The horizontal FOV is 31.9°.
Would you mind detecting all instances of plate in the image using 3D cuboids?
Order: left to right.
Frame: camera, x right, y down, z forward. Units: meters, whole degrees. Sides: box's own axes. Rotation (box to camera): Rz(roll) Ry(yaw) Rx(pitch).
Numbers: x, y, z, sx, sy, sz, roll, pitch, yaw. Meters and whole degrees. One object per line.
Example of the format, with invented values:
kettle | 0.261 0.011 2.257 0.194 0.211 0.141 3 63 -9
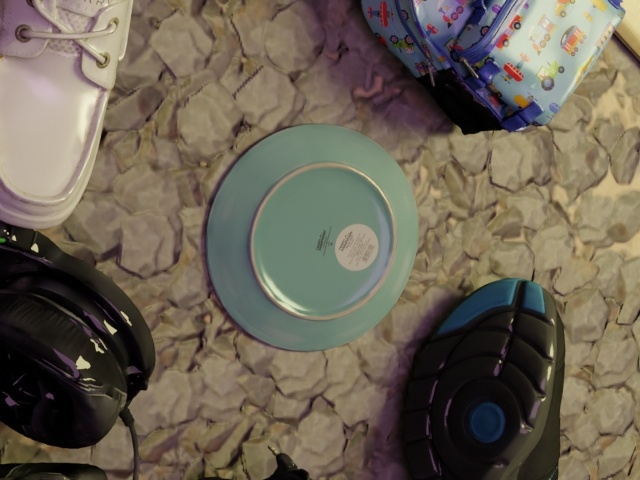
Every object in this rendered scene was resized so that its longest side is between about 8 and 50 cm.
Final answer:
plate | 0.000 0.000 0.900 0.188 0.024 0.188 -3 99 -22

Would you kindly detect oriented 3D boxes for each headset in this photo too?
headset | -0.168 0.130 0.735 0.394 0.185 0.243 37 55 -48

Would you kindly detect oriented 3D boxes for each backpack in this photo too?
backpack | 0.127 -0.187 0.875 0.173 0.117 0.158 43 80 -20

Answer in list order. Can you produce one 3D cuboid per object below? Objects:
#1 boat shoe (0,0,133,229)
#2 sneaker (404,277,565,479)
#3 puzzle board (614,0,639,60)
boat shoe | -0.169 -0.148 0.717 0.098 0.096 0.277 11 73 -31
sneaker | 0.147 0.201 0.963 0.140 0.125 0.340 11 92 -51
puzzle board | 0.294 -0.217 0.998 0.128 0.011 0.096 40 81 -24
